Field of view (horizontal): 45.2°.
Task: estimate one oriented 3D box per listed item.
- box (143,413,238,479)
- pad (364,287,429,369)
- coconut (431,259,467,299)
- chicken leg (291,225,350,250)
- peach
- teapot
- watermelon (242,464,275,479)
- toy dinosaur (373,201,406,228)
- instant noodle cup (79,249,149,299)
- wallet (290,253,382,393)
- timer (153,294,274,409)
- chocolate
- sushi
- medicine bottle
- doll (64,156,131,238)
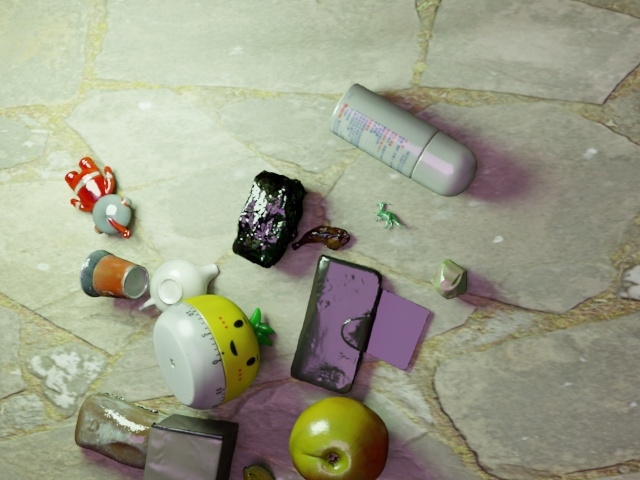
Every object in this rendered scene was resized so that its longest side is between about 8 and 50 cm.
[{"bbox_3d":[-0.318,0.558,1.858,0.189,0.153,0.252,8,94,7],"label":"box"},{"bbox_3d":[0.111,0.184,1.828,0.265,0.009,0.159,23,97,13],"label":"pad"},{"bbox_3d":[0.296,0.093,1.745,0.081,0.083,0.082,39,121,17],"label":"coconut"},{"bbox_3d":[0.000,-0.005,1.839,0.145,0.037,0.062,1,107,13],"label":"chicken leg"},{"bbox_3d":[0.042,0.462,1.746,0.231,0.231,0.230,0,91,14],"label":"peach"},{"bbox_3d":[-0.362,0.123,1.900,0.226,0.092,0.145,-26,85,16],"label":"teapot"},{"bbox_3d":[-0.153,0.626,1.862,0.075,0.092,0.181,-20,88,27],"label":"watermelon"},{"bbox_3d":[0.163,-0.059,1.803,0.083,0.021,0.062,2,79,15],"label":"toy dinosaur"},{"bbox_3d":[-0.502,0.093,1.896,0.136,0.127,0.127,10,94,30],"label":"instant noodle cup"},{"bbox_3d":[0.036,0.200,1.823,0.165,0.042,0.309,17,95,16],"label":"wallet"},{"bbox_3d":[-0.229,0.243,1.814,0.286,0.285,0.284,0,91,14],"label":"timer"},{"bbox_3d":[-0.511,0.489,1.946,0.262,0.083,0.160,14,96,12],"label":"chocolate"},{"bbox_3d":[-0.118,-0.049,1.816,0.127,0.124,0.224,22,94,15],"label":"sushi"},{"bbox_3d":[0.193,-0.218,1.734,0.341,0.130,0.130,32,98,12],"label":"medicine bottle"},{"bbox_3d":[-0.551,-0.099,1.947,0.142,0.076,0.245,-44,78,12],"label":"doll"}]
